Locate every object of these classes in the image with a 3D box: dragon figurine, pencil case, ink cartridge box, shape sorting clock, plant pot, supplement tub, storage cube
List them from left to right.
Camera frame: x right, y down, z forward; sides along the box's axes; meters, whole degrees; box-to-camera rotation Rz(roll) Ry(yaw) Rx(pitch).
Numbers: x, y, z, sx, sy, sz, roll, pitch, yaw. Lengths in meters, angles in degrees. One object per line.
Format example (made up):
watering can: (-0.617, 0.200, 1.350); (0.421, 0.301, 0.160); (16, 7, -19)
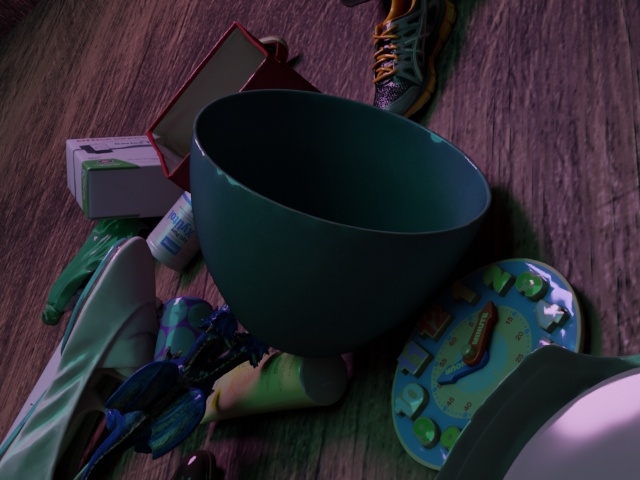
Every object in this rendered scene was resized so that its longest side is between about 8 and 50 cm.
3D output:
ink cartridge box: (-0.313, -0.103, 1.772); (0.208, 0.153, 0.086); (-142, 51, -62)
dragon figurine: (-0.170, 0.174, 1.168); (0.289, 0.085, 0.144); (-43, 0, -17)
pencil case: (-0.168, 0.144, 1.362); (0.064, 0.070, 0.151); (113, 165, -62)
supplement tub: (-0.191, -0.016, 1.589); (0.107, 0.071, 0.071); (-50, 28, 7)
storage cube: (-0.074, -0.127, 1.402); (0.215, 0.193, 0.183); (-49, 28, 7)
plant pot: (0.000, 0.000, 1.105); (0.290, 0.290, 0.195); (-109, 30, -57)
shape sorting clock: (0.139, 0.105, 0.974); (0.206, 0.040, 0.206); (-38, 32, 29)

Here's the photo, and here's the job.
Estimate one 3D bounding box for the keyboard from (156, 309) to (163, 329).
keyboard: (-0.197, 0.122, 1.479); (0.100, 0.038, 0.192); (-59, 29, -10)

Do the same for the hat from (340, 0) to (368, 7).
hat: (0.108, -0.463, 1.498); (0.331, 0.134, 0.331); (-41, 15, 14)

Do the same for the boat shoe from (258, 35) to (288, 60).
boat shoe: (-0.115, -0.276, 1.774); (0.190, 0.068, 0.072); (-29, 25, 39)

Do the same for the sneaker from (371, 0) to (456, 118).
sneaker: (0.097, -0.229, 1.371); (0.084, 0.083, 0.214); (-18, 45, 46)

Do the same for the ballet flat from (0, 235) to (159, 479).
ballet flat: (-0.291, 0.193, 1.460); (0.400, 0.139, 0.139); (-61, 28, -4)

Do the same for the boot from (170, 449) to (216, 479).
boot: (-0.197, 0.309, 1.193); (0.082, 0.106, 0.219); (-1, 58, 57)

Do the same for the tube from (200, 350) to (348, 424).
tube: (-0.063, 0.156, 1.215); (0.070, 0.062, 0.240); (-19, 1, -34)

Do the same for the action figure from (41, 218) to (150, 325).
action figure: (-0.372, 0.045, 1.805); (0.232, 0.063, 0.137); (-49, 30, 2)

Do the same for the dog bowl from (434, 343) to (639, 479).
dog bowl: (0.211, 0.201, 0.691); (0.349, 0.102, 0.348); (-38, 31, 28)

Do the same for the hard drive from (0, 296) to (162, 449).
hard drive: (-0.357, 0.206, 1.626); (0.203, 0.040, 0.307); (4, 62, 58)
